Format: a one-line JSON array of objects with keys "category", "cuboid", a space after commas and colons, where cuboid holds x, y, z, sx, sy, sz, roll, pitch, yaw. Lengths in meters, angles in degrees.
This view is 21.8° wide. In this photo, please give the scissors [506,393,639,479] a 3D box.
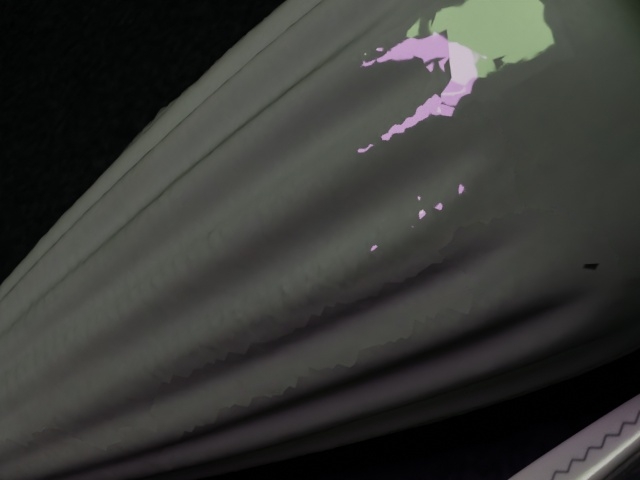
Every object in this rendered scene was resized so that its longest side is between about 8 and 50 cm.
[{"category": "scissors", "cuboid": [0.046, 0.081, 0.434, 0.176, 0.022, 0.085, -38, 43, 13]}]

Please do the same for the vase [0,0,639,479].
[{"category": "vase", "cuboid": [0.000, 0.000, 0.458, 0.248, 0.128, 0.128, -29, 47, 29]}]
